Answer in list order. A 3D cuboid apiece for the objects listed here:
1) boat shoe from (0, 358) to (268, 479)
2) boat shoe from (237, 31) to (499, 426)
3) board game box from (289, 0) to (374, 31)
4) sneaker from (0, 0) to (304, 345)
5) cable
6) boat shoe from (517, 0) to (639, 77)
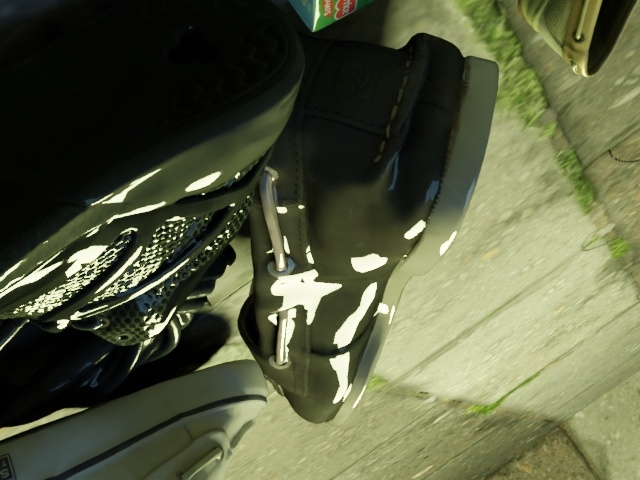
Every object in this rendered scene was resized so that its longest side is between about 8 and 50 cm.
[{"bbox_3d":[-0.096,0.127,0.701,0.096,0.088,0.267,-21,176,18],"label":"boat shoe"},{"bbox_3d":[0.000,0.000,0.620,0.335,0.095,0.112,109,-2,-65],"label":"boat shoe"},{"bbox_3d":[0.080,-0.164,0.393,0.211,0.039,0.160,-30,161,-13],"label":"board game box"},{"bbox_3d":[-0.110,0.006,0.425,0.227,0.087,0.130,-31,156,-26],"label":"sneaker"},{"bbox_3d":[-0.129,0.045,0.577,0.150,0.047,0.184,-39,166,31],"label":"cable"},{"bbox_3d":[0.138,-0.133,0.552,0.056,0.048,0.153,-21,158,-34],"label":"boat shoe"}]
